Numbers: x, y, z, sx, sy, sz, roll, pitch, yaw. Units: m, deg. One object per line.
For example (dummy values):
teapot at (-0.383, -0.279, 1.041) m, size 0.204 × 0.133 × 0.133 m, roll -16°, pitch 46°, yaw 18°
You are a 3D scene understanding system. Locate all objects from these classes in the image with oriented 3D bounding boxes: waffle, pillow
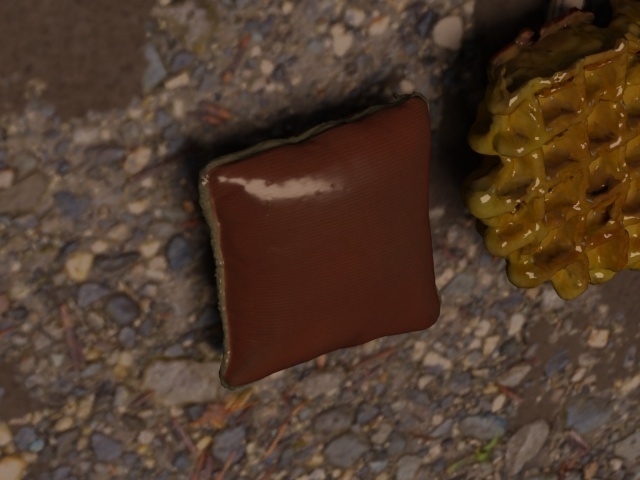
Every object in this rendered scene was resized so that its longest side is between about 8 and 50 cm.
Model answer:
waffle at (0.216, -0.088, 1.282) m, size 0.309 × 0.065 × 0.283 m, roll 20°, pitch 103°, yaw -50°
pillow at (0.000, 0.000, 1.218) m, size 0.171 × 0.075 × 0.179 m, roll -18°, pitch 123°, yaw -20°

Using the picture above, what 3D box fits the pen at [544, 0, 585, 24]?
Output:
pen at (0.156, -0.102, 1.284) m, size 0.026 × 0.026 × 0.218 m, roll -4°, pitch 118°, yaw -28°
